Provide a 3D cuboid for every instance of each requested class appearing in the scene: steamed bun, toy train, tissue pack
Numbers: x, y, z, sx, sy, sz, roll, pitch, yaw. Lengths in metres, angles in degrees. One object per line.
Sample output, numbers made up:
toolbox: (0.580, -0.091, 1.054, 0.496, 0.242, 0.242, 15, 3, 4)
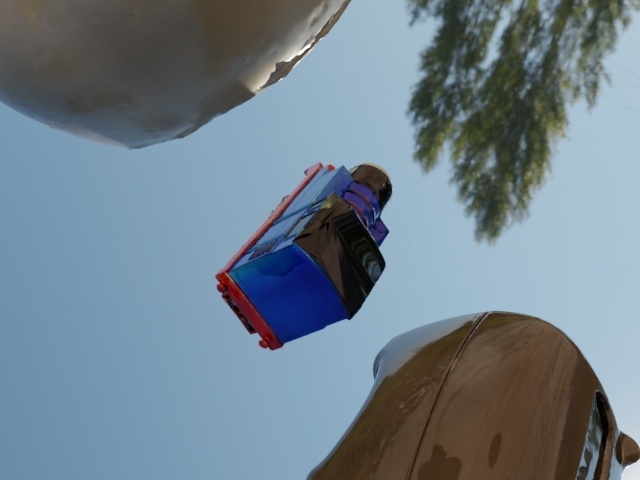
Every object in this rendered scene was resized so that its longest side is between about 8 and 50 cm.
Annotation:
steamed bun: (-0.121, -0.227, 0.563, 0.206, 0.324, 0.324, 42, -168, -41)
toy train: (0.000, 0.000, 0.733, 0.082, 0.131, 0.204, 54, -142, -14)
tissue pack: (0.170, 0.257, 0.918, 0.277, 0.267, 0.387, -13, -157, 32)
